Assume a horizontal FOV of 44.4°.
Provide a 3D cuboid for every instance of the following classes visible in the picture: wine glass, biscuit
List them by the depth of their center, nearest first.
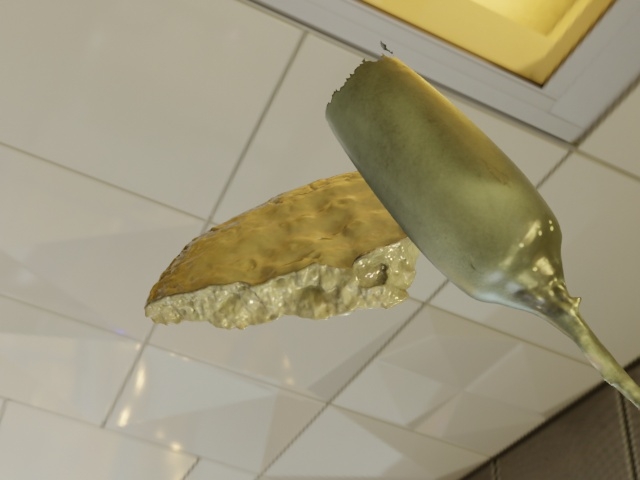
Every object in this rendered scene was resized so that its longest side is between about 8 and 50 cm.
[{"bbox_3d":[0.092,0.010,0.360,0.262,0.074,0.074,51,-48,22],"label":"wine glass"},{"bbox_3d":[0.000,0.000,0.565,0.188,0.265,0.040,32,-38,56],"label":"biscuit"}]
